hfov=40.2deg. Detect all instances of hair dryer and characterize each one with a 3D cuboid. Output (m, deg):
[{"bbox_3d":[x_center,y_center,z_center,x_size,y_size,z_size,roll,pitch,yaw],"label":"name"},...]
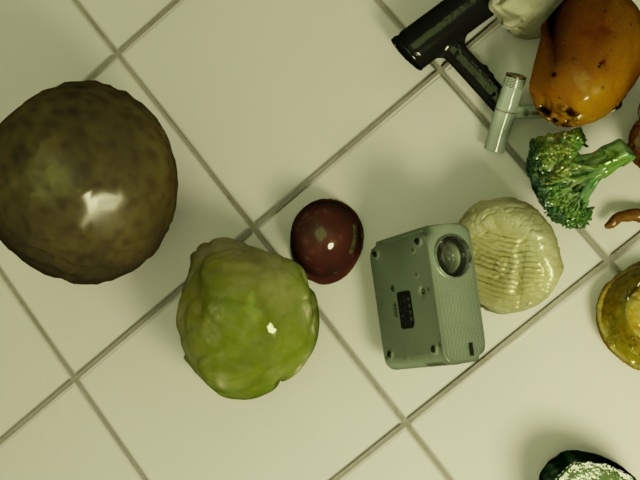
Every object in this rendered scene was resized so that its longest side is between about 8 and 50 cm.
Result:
[{"bbox_3d":[0.422,-0.232,1.692,0.183,0.044,0.155,10,113,-10],"label":"hair dryer"},{"bbox_3d":[0.292,-0.359,1.726,0.197,0.089,0.251,-38,87,3],"label":"hair dryer"}]

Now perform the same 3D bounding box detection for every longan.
[{"bbox_3d":[-0.464,-0.108,1.689,0.390,0.391,0.391,-1,84,12],"label":"longan"}]

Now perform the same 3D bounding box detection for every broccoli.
[{"bbox_3d":[0.477,-0.129,1.603,0.194,0.194,0.220,-14,45,10],"label":"broccoli"}]

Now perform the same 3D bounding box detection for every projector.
[{"bbox_3d":[0.193,0.108,1.617,0.108,0.198,0.251,-2,82,-30],"label":"projector"}]

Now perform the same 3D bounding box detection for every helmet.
[{"bbox_3d":[0.000,0.000,1.728,0.155,0.106,0.175,14,91,13],"label":"helmet"}]

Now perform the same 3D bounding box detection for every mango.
[{"bbox_3d":[0.492,-0.337,1.604,0.201,0.153,0.287,19,70,14],"label":"mango"}]

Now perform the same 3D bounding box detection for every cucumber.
[{"bbox_3d":[0.483,0.465,1.573,0.191,0.130,0.191,0,88,5],"label":"cucumber"}]

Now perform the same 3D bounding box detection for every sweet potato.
[{"bbox_3d":[0.620,-0.051,1.635,0.179,0.044,0.044,-9,82,11],"label":"sweet potato"}]

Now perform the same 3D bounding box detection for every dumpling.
[{"bbox_3d":[0.404,-0.459,1.686,0.199,0.118,0.136,-25,73,-31],"label":"dumpling"}]

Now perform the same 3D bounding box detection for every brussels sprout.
[{"bbox_3d":[-0.136,0.143,1.682,0.273,0.242,0.317,-14,76,34],"label":"brussels sprout"}]

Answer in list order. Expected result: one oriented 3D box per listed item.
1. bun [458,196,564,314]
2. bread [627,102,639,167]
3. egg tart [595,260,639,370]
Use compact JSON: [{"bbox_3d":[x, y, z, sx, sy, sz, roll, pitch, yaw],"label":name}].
[{"bbox_3d":[0.347,0.022,1.636,0.220,0.134,0.221,9,109,29],"label":"bun"},{"bbox_3d":[0.685,-0.195,1.588,0.246,0.135,0.232,-42,78,4],"label":"bread"},{"bbox_3d":[0.611,0.137,1.597,0.212,0.090,0.213,-1,84,8],"label":"egg tart"}]
